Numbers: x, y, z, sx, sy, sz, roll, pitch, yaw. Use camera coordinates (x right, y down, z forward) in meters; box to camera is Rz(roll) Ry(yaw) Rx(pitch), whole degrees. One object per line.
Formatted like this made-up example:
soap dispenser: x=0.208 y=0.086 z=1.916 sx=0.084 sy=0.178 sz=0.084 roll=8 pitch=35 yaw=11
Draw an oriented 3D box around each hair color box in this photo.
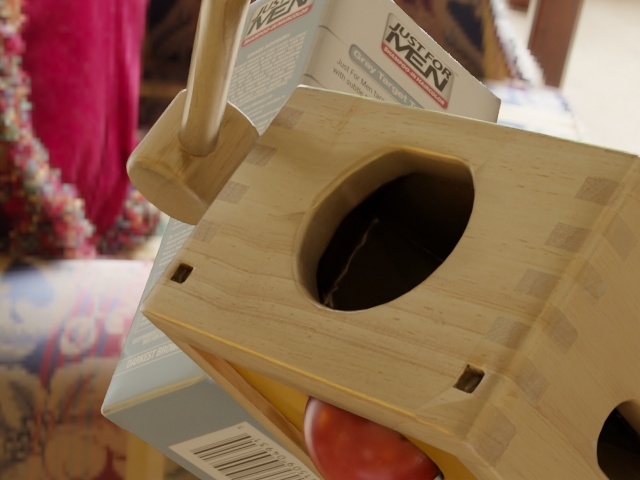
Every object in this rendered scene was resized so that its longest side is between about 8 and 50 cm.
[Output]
hair color box: x=0.000 y=0.000 z=1.154 sx=0.185 sy=0.113 sz=0.374 roll=39 pitch=49 yaw=-29

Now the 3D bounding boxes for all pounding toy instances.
pounding toy: x=0.002 y=0.016 z=0.456 sx=0.206 sy=0.181 sz=0.094 roll=17 pitch=67 yaw=47
